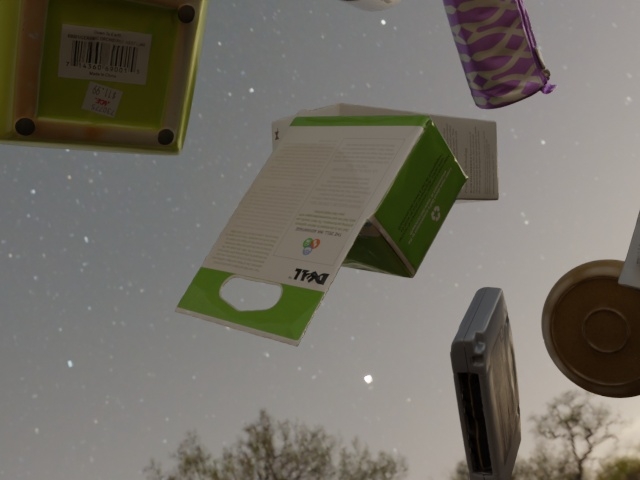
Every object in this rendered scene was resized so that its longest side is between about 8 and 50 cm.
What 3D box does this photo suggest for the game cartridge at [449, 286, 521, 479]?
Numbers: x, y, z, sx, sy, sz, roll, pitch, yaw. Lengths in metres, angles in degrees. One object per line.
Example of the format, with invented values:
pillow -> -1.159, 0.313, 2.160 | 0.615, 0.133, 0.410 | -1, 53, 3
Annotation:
game cartridge -> 0.266, 0.233, 1.177 | 0.196, 0.060, 0.294 | -41, -55, -53

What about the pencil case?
pencil case -> 0.175, -0.234, 0.768 | 0.086, 0.088, 0.206 | -44, -60, -35

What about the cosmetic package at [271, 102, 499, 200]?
cosmetic package -> 0.117, -0.140, 1.312 | 0.366, 0.155, 0.197 | -3, 1, -35

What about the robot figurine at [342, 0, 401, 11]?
robot figurine -> 0.080, -0.579, 1.519 | 0.300, 0.199, 0.353 | -27, -3, 23

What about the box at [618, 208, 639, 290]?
box -> 0.519, -0.020, 0.950 | 0.322, 0.058, 0.232 | 15, -88, -36

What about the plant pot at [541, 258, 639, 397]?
plant pot -> 0.481, 0.150, 1.258 | 0.236, 0.236, 0.032 | -48, -23, 27

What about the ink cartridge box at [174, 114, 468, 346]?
ink cartridge box -> 0.000, 0.000, 0.744 | 0.097, 0.189, 0.255 | 48, -117, -38

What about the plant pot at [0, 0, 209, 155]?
plant pot -> -0.240, -0.209, 0.765 | 0.228, 0.207, 0.227 | 1, -64, -31
